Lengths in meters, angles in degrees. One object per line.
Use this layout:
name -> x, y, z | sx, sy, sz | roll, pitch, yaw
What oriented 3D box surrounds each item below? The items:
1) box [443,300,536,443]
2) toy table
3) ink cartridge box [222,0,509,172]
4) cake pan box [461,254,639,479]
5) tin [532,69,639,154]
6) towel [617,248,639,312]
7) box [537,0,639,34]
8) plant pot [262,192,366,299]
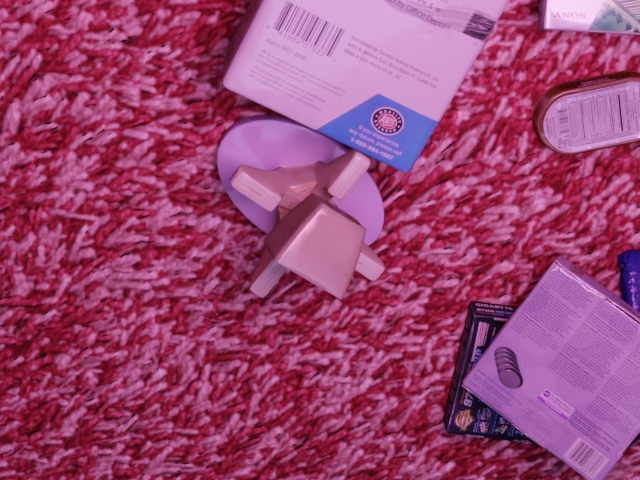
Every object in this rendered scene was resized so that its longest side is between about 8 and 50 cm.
box -> 0.301, 0.213, 1.960 | 0.175, 0.051, 0.220 | 7, 113, -6
toy table -> -0.025, -0.051, 1.769 | 0.274, 0.161, 0.252 | 22, 111, -13
ink cartridge box -> 0.081, -0.336, 1.644 | 0.285, 0.166, 0.395 | 25, 111, -14
cake pan box -> 0.386, 0.195, 1.836 | 0.267, 0.070, 0.246 | 36, 110, 11
tin -> 0.405, -0.183, 1.801 | 0.189, 0.040, 0.106 | -12, 118, 2
towel -> 0.612, 0.121, 1.896 | 0.308, 0.076, 0.228 | -1, 81, -3
box -> 0.414, -0.429, 1.615 | 0.232, 0.058, 0.322 | 3, 102, 1
plant pot -> 0.000, 0.000, 1.653 | 0.109, 0.109, 0.096 | 31, 97, -17
